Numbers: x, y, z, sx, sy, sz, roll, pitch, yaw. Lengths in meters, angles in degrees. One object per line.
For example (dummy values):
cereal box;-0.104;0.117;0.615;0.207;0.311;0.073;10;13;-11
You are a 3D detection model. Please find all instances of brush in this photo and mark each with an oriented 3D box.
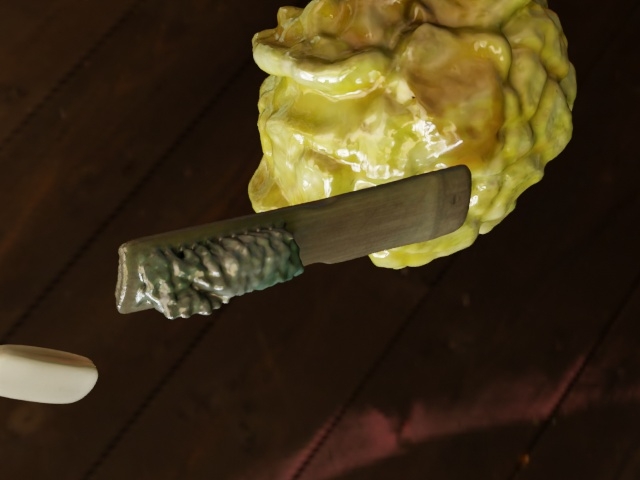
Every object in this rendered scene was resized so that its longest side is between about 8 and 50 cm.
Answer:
brush;0.000;0.000;0.701;0.190;0.034;0.027;-14;-150;-40

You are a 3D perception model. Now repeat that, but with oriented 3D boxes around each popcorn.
popcorn;0.057;-0.097;1.129;0.235;0.217;0.181;-18;-127;-17

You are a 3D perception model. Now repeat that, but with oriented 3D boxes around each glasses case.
glasses case;-0.171;0.081;1.028;0.032;0.083;0.021;-54;-131;21
